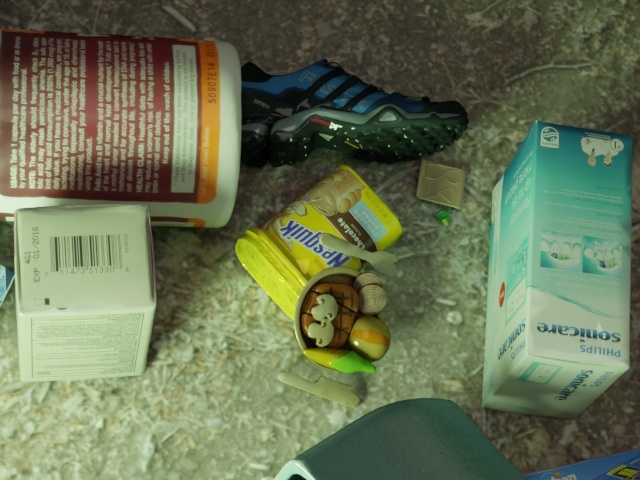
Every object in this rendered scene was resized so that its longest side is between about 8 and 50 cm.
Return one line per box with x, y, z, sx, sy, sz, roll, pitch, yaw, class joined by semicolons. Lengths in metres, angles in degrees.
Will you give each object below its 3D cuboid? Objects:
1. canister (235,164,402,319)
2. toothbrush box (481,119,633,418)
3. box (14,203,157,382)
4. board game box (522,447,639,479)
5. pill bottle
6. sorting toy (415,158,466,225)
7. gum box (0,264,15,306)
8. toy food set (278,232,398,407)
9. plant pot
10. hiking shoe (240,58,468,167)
0.000;0.000;1.985;0.170;0.073;0.126;-38;80;-23;canister
0.280;0.040;1.940;0.126;0.216;0.295;7;68;-6;toothbrush box
-0.266;0.061;1.824;0.149;0.232;0.127;-2;68;-11;box
0.339;0.328;1.924;0.281;0.027;0.145;-11;68;-11;board game box
-0.297;-0.132;1.905;0.392;0.224;0.224;2;68;-10;pill bottle
0.150;-0.059;2.068;0.062;0.012;0.083;16;63;-9;sorting toy
-0.467;0.068;1.874;0.184;0.041;0.157;27;66;-10;gum box
0.030;0.093;1.921;0.132;0.038;0.192;20;80;-29;toy food set
0.089;0.314;1.786;0.248;0.247;0.252;47;51;10;plant pot
0.035;-0.173;2.039;0.304;0.113;0.132;-2;69;-11;hiking shoe
